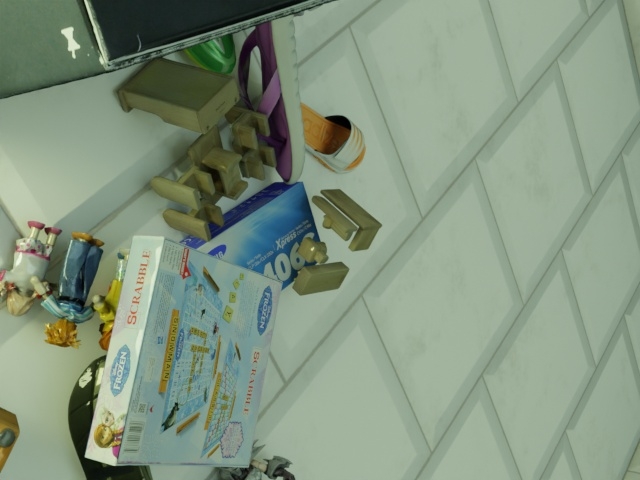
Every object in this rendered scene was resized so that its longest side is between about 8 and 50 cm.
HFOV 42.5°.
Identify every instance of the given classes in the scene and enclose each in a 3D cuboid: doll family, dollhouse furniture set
[{"bbox_3d":[-0.339,0.081,1.207,0.263,0.118,0.163,25,73,-47],"label":"doll family"},{"bbox_3d":[0.000,0.000,1.551,0.144,0.123,0.151,-6,131,-49],"label":"dollhouse furniture set"},{"bbox_3d":[-0.211,-0.164,1.368,0.212,0.161,0.242,-53,150,-34],"label":"dollhouse furniture set"}]

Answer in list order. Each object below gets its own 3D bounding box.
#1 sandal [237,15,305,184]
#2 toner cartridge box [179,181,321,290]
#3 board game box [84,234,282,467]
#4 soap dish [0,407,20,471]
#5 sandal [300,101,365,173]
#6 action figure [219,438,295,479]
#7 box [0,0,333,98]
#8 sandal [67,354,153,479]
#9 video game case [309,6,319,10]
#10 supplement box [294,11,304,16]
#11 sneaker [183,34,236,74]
[{"bbox_3d":[-0.102,-0.282,1.424,0.102,0.169,0.416,-13,128,-12],"label":"sandal"},{"bbox_3d":[-0.140,0.036,1.467,0.348,0.075,0.165,-38,118,-42],"label":"toner cartridge box"},{"bbox_3d":[-0.193,0.182,1.263,0.318,0.066,0.318,27,70,-57],"label":"board game box"},{"bbox_3d":[-0.528,0.268,0.998,0.291,0.118,0.228,42,61,-40],"label":"soap dish"},{"bbox_3d":[0.022,-0.206,1.643,0.265,0.076,0.101,22,75,-47],"label":"sandal"},{"bbox_3d":[-0.108,0.492,1.506,0.185,0.099,0.285,-41,117,-30],"label":"action figure"},{"bbox_3d":[-0.260,-0.366,1.010,0.472,0.480,0.297,-35,115,-43],"label":"box"},{"bbox_3d":[-0.314,0.319,1.273,0.086,0.120,0.302,-101,-173,-81],"label":"sandal"},{"bbox_3d":[-0.028,-0.582,1.380,0.300,0.036,0.329,55,40,-22],"label":"video game case"},{"bbox_3d":[-0.077,-0.518,1.479,0.073,0.130,0.239,20,77,-47],"label":"supplement box"},{"bbox_3d":[-0.183,-0.423,1.365,0.109,0.124,0.295,-19,106,-47],"label":"sneaker"}]
